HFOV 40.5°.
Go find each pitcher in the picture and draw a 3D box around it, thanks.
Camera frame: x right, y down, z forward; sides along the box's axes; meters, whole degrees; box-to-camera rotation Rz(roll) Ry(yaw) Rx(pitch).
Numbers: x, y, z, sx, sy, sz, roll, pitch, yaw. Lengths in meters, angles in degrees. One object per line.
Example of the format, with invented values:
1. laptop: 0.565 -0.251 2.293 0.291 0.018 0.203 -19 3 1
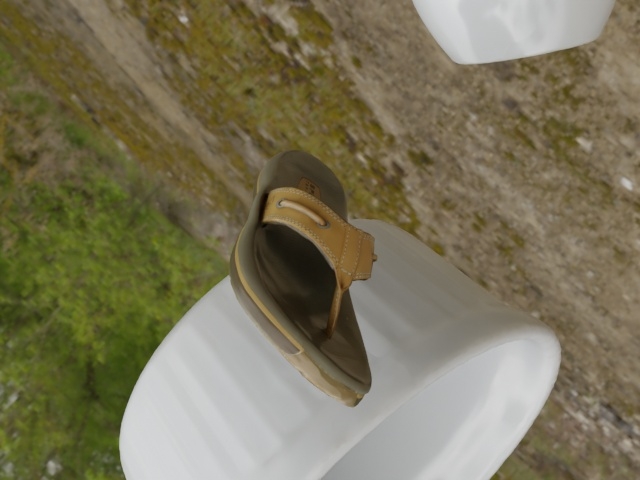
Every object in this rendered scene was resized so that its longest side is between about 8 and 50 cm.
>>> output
1. pitcher: 0.112 -0.204 0.452 0.177 0.125 0.207 17 122 59

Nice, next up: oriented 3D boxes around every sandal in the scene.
1. sandal: 0.000 0.000 0.409 0.072 0.049 0.180 36 -153 -21

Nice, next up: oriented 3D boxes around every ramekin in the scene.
1. ramekin: 0.009 0.118 0.556 0.135 0.277 0.277 45 173 31
